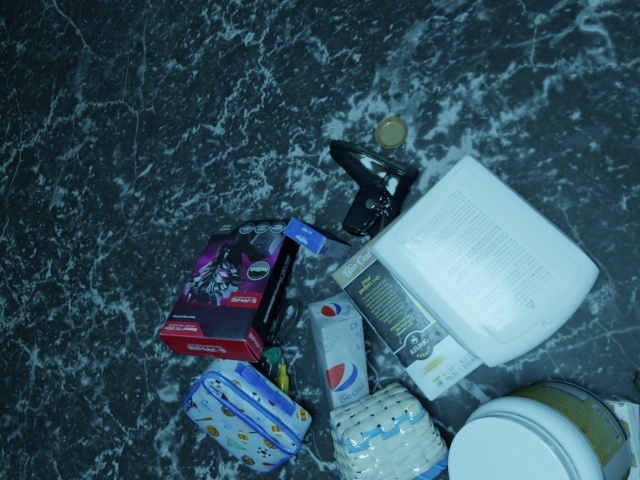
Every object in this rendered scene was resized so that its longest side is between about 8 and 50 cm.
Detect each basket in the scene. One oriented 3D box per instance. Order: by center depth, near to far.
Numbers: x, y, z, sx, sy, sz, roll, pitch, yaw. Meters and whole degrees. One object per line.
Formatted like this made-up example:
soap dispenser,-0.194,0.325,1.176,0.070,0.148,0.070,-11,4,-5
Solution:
basket,0.159,0.474,0.918,0.254,0.201,0.289,-19,94,-12

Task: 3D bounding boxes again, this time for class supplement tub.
supplement tub,0.391,0.384,0.759,0.228,0.316,0.228,-8,79,45

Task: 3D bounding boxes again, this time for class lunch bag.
lunch bag,-0.184,0.413,1.037,0.303,0.115,0.243,39,128,-2

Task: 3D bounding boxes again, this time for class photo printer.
photo printer,0.281,0.039,0.741,0.256,0.107,0.307,-46,72,8

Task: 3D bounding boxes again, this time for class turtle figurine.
turtle figurine,-0.208,0.259,1.103,0.234,0.118,0.175,-13,106,36

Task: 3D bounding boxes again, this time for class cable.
cable,-0.118,0.296,1.144,0.139,0.072,0.287,2,72,41

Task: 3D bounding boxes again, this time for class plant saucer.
plant saucer,0.182,-0.275,1.095,0.083,0.015,0.083,-2,84,20

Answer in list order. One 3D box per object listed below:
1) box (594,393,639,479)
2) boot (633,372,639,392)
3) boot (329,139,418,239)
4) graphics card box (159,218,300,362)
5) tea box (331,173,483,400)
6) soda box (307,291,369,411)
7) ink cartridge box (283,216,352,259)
box,0.584,0.473,0.837,0.063,0.067,0.324,0,83,21
boot,0.655,0.368,0.812,0.106,0.082,0.219,-39,74,10
boot,0.096,-0.121,1.069,0.246,0.094,0.207,25,90,15
graphics card box,-0.207,0.106,1.060,0.232,0.094,0.371,-1,46,22
tea box,0.266,0.093,0.915,0.329,0.220,0.323,-41,73,11
soda box,0.044,0.265,0.956,0.091,0.098,0.286,-16,121,-14
ink cartridge box,0.000,0.000,1.033,0.097,0.207,0.046,32,96,21
